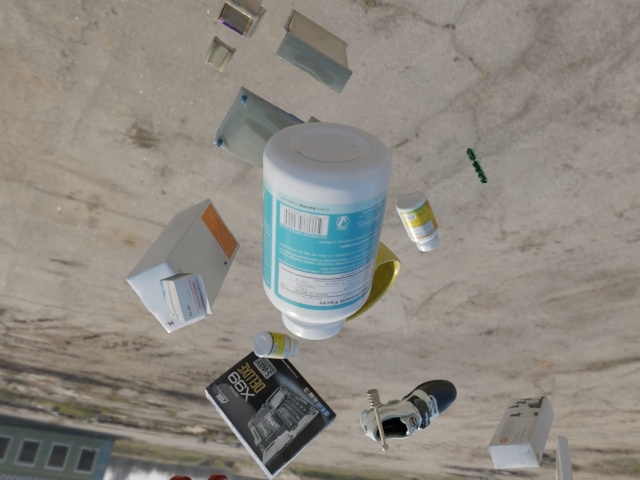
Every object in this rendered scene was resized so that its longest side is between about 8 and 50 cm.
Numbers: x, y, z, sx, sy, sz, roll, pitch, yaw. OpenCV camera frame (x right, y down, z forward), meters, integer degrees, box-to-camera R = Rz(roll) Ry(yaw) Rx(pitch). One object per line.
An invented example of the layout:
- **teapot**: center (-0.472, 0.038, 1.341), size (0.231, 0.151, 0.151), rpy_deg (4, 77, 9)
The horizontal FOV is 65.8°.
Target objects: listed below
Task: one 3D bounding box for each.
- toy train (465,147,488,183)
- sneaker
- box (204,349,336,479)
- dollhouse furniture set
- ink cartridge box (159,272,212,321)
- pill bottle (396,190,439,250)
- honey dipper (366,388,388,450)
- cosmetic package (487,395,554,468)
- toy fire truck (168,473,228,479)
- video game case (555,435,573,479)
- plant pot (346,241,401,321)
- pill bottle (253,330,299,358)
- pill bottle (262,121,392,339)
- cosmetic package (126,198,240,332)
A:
- **toy train**: center (0.326, -0.155, 1.029), size (0.017, 0.083, 0.023), rpy_deg (-27, 177, 26)
- **sneaker**: center (0.298, 0.555, 1.566), size (0.330, 0.123, 0.146), rpy_deg (-23, -173, -5)
- **box**: center (-0.146, 0.476, 1.428), size (0.307, 0.242, 0.077), rpy_deg (45, 150, 21)
- **dollhouse furniture set**: center (-0.117, -0.302, 1.007), size (0.286, 0.198, 0.303), rpy_deg (26, 121, -17)
- **ink cartridge box**: center (-0.335, 0.138, 1.218), size (0.060, 0.104, 0.180), rpy_deg (-18, -175, -31)
- **pill bottle**: center (0.434, -0.079, 2.156), size (0.136, 0.136, 0.246), rpy_deg (-10, 123, 33)
- **honey dipper**: center (0.148, 0.452, 1.239), size (0.030, 0.161, 0.030), rpy_deg (-15, -173, 2)
- **cosmetic package**: center (0.481, 0.449, 1.176), size (0.098, 0.061, 0.239), rpy_deg (-23, 177, 33)
- **toy fire truck**: center (-0.298, 0.715, 1.146), size (0.169, 0.254, 0.302), rpy_deg (0, -165, 19)
- **video game case**: center (0.474, 0.513, 0.953), size (0.022, 0.190, 0.173), rpy_deg (-2, 121, 21)
- **plant pot**: center (0.057, 0.066, 1.401), size (0.253, 0.239, 0.254), rpy_deg (-31, 150, -21)
- **pill bottle**: center (-0.110, 0.268, 1.259), size (0.065, 0.065, 0.116), rpy_deg (-14, 157, 38)
- **pill bottle**: center (0.000, 0.000, 0.618), size (0.146, 0.146, 0.264), rpy_deg (7, 127, 2)
- **cosmetic package**: center (-0.442, 0.066, 1.678), size (0.161, 0.453, 0.230), rpy_deg (-22, 115, 17)
